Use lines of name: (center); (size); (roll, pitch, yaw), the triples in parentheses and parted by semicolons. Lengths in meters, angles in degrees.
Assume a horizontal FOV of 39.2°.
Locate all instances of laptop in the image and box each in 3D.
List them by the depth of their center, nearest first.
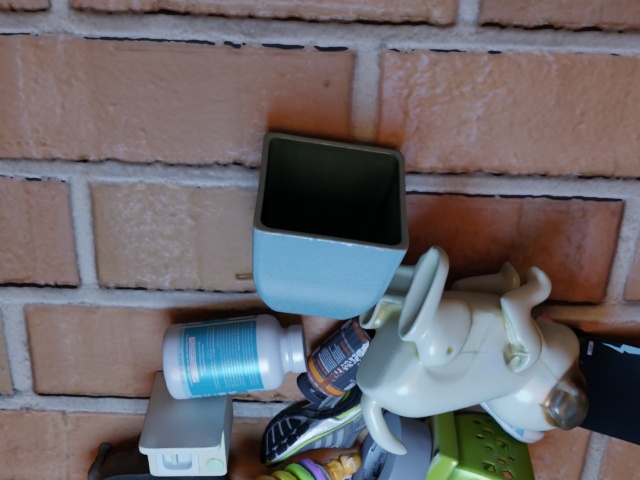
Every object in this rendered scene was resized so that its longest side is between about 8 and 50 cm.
laptop: (0.665, 0.285, 1.846); (0.264, 0.136, 0.234); (-14, 122, -22)

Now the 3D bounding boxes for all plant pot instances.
plant pot: (0.000, 0.000, 1.559); (0.247, 0.248, 0.252); (8, 135, -6)
plant pot: (0.285, 0.483, 1.837); (0.207, 0.227, 0.228); (26, 115, -8)

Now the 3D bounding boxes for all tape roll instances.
tape roll: (0.141, 0.458, 1.818); (0.072, 0.219, 0.219); (23, 116, -11)

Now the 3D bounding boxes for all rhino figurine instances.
rhino figurine: (-0.377, 0.461, 1.878); (0.243, 0.106, 0.073); (-18, 118, 9)

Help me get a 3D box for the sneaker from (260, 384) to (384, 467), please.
sneaker: (0.002, 0.396, 1.850); (0.300, 0.111, 0.121); (-32, 123, 21)

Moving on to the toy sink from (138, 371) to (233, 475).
toy sink: (-0.257, 0.376, 1.761); (0.153, 0.234, 0.131); (-1, 119, -1)

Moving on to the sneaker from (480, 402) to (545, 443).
sneaker: (0.394, 0.327, 1.826); (0.092, 0.087, 0.229); (-40, 115, 15)

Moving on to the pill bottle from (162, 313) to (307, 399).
pill bottle: (-0.160, 0.220, 1.724); (0.264, 0.146, 0.146); (-6, 119, 4)

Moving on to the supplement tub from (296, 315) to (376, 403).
supplement tub: (0.043, 0.235, 1.758); (0.106, 0.106, 0.198); (40, 111, -20)

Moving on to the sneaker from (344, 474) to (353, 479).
sneaker: (0.072, 0.507, 1.943); (0.170, 0.051, 0.089); (23, 116, -18)

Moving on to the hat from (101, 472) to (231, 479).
hat: (-0.330, 0.587, 1.869); (0.331, 0.134, 0.331); (-6, 146, -4)

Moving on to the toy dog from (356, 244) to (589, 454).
toy dog: (0.294, 0.212, 1.608); (0.408, 0.284, 0.395); (18, 76, -18)

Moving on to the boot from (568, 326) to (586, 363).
boot: (0.464, 0.215, 1.789); (0.121, 0.045, 0.099); (7, 127, 3)

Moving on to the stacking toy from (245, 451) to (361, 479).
stacking toy: (-0.037, 0.505, 1.805); (0.302, 0.166, 0.175); (-27, 157, -29)
